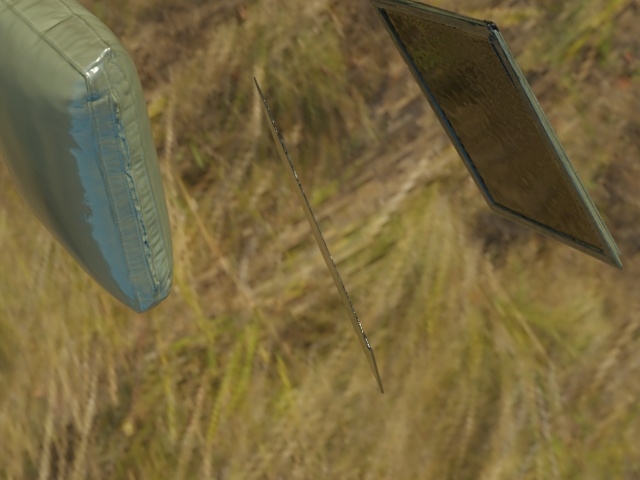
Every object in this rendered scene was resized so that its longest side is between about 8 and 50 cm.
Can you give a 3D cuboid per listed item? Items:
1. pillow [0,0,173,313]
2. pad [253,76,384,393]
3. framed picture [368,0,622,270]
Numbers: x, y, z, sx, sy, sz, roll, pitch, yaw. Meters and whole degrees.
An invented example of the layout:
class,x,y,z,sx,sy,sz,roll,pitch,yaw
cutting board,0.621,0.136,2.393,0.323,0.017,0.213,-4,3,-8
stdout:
class,x,y,z,sx,sy,sz,roll,pitch,yaw
pillow,-0.241,-0.104,1.619,0.120,0.255,0.322,-32,139,-21
pad,0.000,0.000,1.339,0.004,0.243,0.163,-22,161,-2
framed picture,0.144,-0.096,1.378,0.014,0.197,0.252,-40,120,-12
